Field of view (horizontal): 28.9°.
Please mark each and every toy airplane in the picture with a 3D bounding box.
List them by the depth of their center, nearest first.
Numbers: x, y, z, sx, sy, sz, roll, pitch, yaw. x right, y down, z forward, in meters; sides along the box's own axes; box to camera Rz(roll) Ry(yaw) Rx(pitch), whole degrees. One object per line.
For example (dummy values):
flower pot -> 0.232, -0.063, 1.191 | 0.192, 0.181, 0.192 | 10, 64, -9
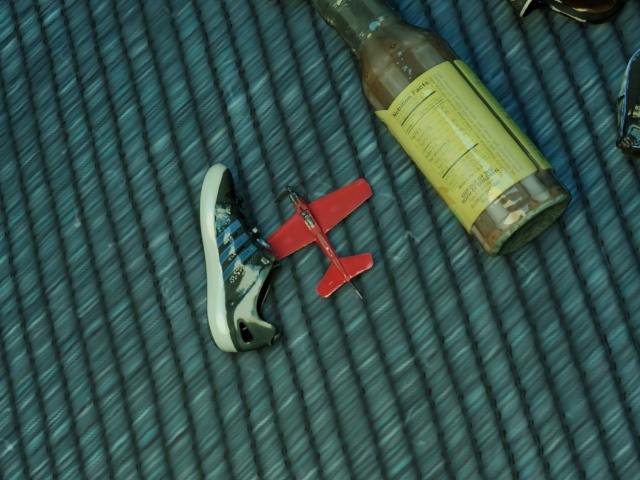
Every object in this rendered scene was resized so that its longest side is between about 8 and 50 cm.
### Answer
toy airplane -> 0.000, 0.000, 1.329 | 0.151, 0.028, 0.151 | -3, 76, 12

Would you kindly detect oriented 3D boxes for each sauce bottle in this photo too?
sauce bottle -> 0.120, -0.143, 1.301 | 0.111, 0.111, 0.344 | -35, 70, 1

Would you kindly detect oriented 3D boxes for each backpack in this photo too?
backpack -> 0.355, -0.140, 1.264 | 0.105, 0.084, 0.114 | 2, 81, 11

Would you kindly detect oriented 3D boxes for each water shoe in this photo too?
water shoe -> -0.080, 0.017, 1.323 | 0.080, 0.073, 0.203 | -5, 84, 8

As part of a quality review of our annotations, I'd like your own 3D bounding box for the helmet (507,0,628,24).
helmet -> 0.259, -0.309, 1.289 | 0.162, 0.169, 0.169 | 12, 78, -2
